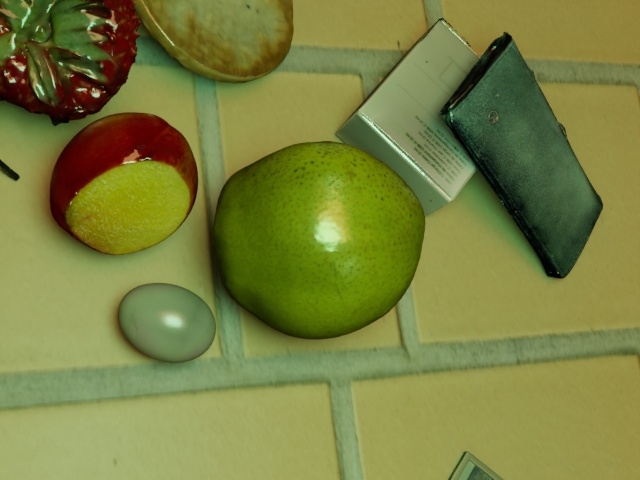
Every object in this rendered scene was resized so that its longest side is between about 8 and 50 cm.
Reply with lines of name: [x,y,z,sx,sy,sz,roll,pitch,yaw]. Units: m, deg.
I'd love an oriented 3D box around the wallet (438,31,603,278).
wallet: [0.338,-0.126,1.505,0.379,0.046,0.190,51,62,-29]

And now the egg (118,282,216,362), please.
egg: [-0.207,0.110,1.268,0.135,0.103,0.103,22,67,-10]

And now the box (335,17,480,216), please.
box: [0.182,-0.198,1.515,0.203,0.106,0.251,43,63,-7]

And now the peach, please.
peach: [-0.262,-0.074,1.260,0.190,0.190,0.192,29,47,-11]

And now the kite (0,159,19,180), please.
kite: [-0.502,-0.127,1.188,0.285,0.015,0.152,48,63,-44]

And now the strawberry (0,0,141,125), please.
strawberry: [-0.374,-0.294,1.288,0.261,0.257,0.261,-1,100,-7]

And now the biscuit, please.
biscuit: [-0.156,-0.333,1.419,0.309,0.040,0.204,-4,76,-44]

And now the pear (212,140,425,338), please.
pear: [0.000,0.000,1.288,0.294,0.294,0.294,6,72,-19]

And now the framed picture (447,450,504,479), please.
framed picture: [0.222,0.436,1.381,0.150,0.015,0.203,40,64,-5]
